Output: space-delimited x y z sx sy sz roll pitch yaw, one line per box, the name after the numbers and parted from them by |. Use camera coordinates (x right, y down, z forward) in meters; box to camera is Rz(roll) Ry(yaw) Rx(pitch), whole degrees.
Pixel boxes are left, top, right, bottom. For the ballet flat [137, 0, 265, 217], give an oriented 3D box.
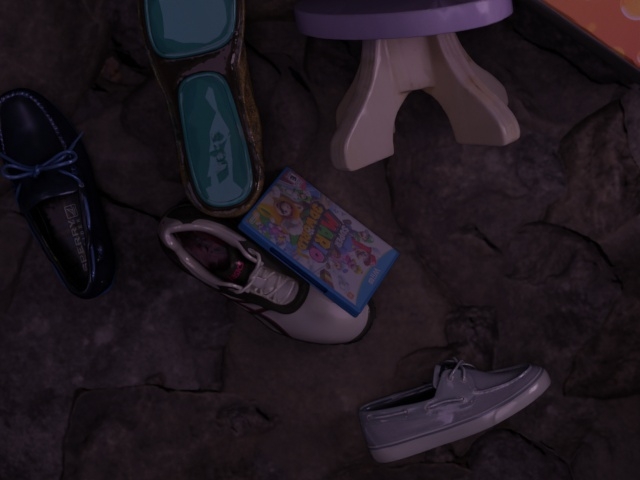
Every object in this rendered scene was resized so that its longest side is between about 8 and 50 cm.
-0.130 -0.196 1.600 0.123 0.123 0.348 -10 91 6 | ballet flat

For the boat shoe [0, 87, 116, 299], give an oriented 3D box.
-0.299 -0.057 1.647 0.109 0.089 0.258 -28 95 8 | boat shoe

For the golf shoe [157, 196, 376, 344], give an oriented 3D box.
-0.067 0.048 1.629 0.273 0.120 0.105 27 98 -1 | golf shoe

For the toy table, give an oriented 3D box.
0.097 -0.185 1.536 0.252 0.274 0.161 -19 109 -26 | toy table

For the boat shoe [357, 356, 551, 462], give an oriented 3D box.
0.149 0.181 1.648 0.227 0.079 0.081 -24 100 11 | boat shoe

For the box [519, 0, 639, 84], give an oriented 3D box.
0.273 -0.347 1.519 0.345 0.168 0.215 34 98 -1 | box

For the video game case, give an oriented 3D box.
0.000 0.000 1.622 0.166 0.119 0.015 38 133 -1 | video game case
